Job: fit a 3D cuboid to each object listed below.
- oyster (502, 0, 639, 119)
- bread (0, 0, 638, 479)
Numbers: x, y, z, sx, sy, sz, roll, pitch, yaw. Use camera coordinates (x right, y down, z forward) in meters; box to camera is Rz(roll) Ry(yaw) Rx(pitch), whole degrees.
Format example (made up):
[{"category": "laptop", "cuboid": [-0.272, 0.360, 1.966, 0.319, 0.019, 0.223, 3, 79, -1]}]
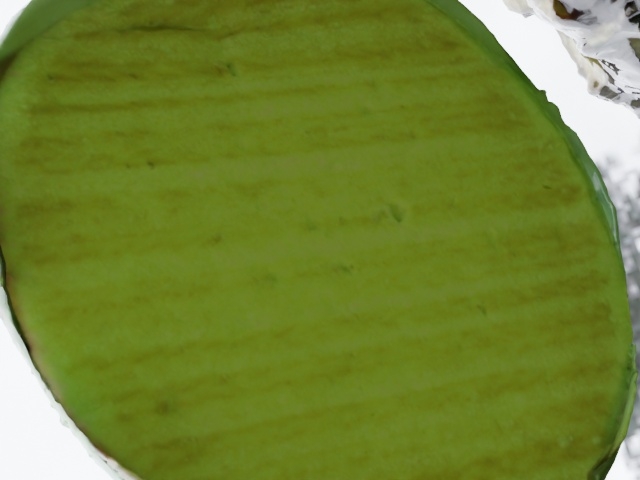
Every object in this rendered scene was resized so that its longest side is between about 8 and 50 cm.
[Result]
[{"category": "oyster", "cuboid": [0.186, -0.132, 0.949, 0.337, 0.197, 0.133, 31, -108, -58]}, {"category": "bread", "cuboid": [0.004, 0.004, 0.680, 0.301, 0.045, 0.301, 15, -124, -24]}]
